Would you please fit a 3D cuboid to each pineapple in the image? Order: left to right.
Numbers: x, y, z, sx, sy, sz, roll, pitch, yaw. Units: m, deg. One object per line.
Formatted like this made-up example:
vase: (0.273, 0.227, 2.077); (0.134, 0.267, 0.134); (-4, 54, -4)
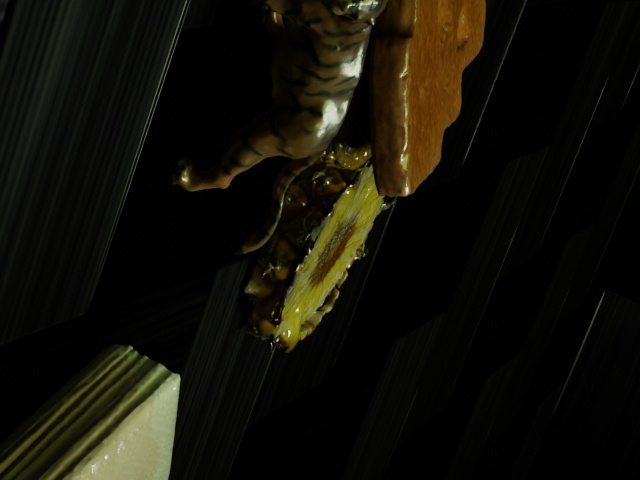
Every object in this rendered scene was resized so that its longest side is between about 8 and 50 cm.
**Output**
pineapple: (0.000, 0.000, 1.421); (0.221, 0.047, 0.221); (-54, 163, -25)

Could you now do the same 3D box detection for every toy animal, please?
toy animal: (-0.016, -0.096, 1.111); (0.114, 0.116, 0.255); (-43, 153, -47)

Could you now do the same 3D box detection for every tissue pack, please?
tissue pack: (-0.207, 0.217, 1.059); (0.325, 0.071, 0.170); (-46, 156, -47)

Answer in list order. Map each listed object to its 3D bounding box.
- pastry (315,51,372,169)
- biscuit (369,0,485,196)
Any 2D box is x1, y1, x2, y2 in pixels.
pastry: (0.015, -0.103, 1.298); (0.109, 0.057, 0.097); (-53, 154, -39)
biscuit: (0.075, -0.168, 1.286); (0.284, 0.043, 0.306); (69, 31, -58)
